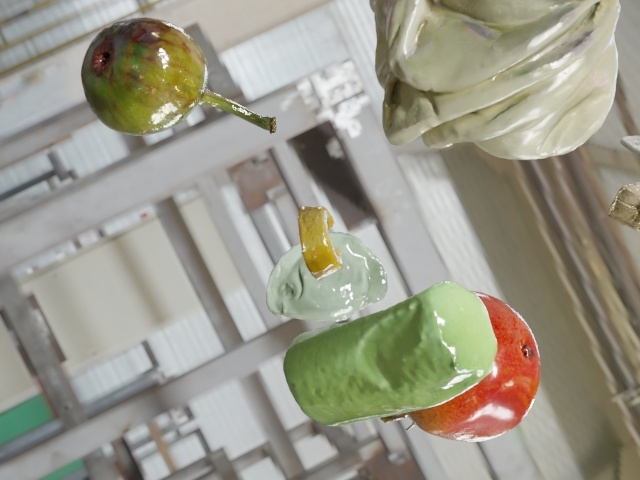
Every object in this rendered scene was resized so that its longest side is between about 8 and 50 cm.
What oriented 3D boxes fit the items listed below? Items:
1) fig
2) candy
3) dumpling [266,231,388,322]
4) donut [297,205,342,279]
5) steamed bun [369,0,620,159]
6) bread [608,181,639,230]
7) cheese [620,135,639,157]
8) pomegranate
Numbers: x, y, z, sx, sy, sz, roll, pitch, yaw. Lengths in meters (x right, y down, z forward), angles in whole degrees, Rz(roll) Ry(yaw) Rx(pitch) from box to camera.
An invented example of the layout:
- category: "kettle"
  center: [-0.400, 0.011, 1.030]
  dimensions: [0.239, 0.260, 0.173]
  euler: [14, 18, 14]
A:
- category: "fig"
  center: [-0.157, -0.177, 1.484]
  dimensions: [0.245, 0.149, 0.149]
  euler: [16, 28, -41]
- category: "candy"
  center: [0.085, 0.156, 1.660]
  dimensions: [0.343, 0.132, 0.142]
  euler: [-27, -126, 51]
- category: "dumpling"
  center: [0.008, 0.077, 2.229]
  dimensions: [0.108, 0.219, 0.153]
  euler: [102, -21, -57]
- category: "donut"
  center: [0.000, 0.000, 1.796]
  dimensions: [0.097, 0.043, 0.108]
  euler: [1, 74, -76]
- category: "steamed bun"
  center: [0.189, -0.234, 1.311]
  dimensions: [0.207, 0.268, 0.280]
  euler: [90, -2, -64]
- category: "bread"
  center: [0.475, -0.065, 1.689]
  dimensions: [0.105, 0.152, 0.077]
  euler: [40, -23, 19]
- category: "cheese"
  center: [0.553, -0.109, 1.993]
  dimensions: [0.255, 0.127, 0.050]
  euler: [-130, -144, -54]
- category: "pomegranate"
  center: [0.189, 0.187, 1.818]
  dimensions: [0.221, 0.256, 0.221]
  euler: [43, 29, -31]
